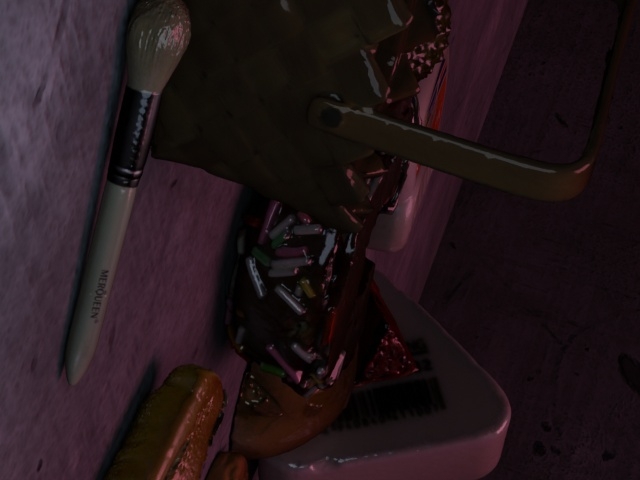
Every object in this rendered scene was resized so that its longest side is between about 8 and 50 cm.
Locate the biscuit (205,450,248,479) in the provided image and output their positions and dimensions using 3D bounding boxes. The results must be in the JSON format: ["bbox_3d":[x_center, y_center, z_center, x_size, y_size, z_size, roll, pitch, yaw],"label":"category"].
[{"bbox_3d":[-0.153,0.409,1.901,0.269,0.051,0.376,92,18,-55],"label":"biscuit"}]

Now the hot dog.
[{"bbox_3d":[-0.161,0.231,1.442,0.289,0.068,0.083,-63,145,-30],"label":"hot dog"}]

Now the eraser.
[{"bbox_3d":[0.046,0.227,2.243,0.150,0.331,0.331,90,20,-60],"label":"eraser"}]

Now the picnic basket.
[{"bbox_3d":[0.057,-0.156,1.228,0.291,0.321,0.254,102,7,-45],"label":"picnic basket"}]

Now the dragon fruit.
[{"bbox_3d":[0.037,0.094,2.181,0.192,0.092,0.122,65,6,29],"label":"dragon fruit"}]

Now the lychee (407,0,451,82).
[{"bbox_3d":[0.035,-0.203,1.531,0.171,0.171,0.171,18,90,-81],"label":"lychee"}]

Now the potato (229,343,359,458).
[{"bbox_3d":[-0.011,0.135,2.059,0.239,0.116,0.299,74,33,-67],"label":"potato"}]

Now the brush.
[{"bbox_3d":[-0.140,-0.031,1.169,0.039,0.042,0.299,-55,164,-66],"label":"brush"}]

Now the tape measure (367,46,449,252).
[{"bbox_3d":[0.071,-0.131,1.986,0.258,0.130,0.265,-66,164,-52],"label":"tape measure"}]

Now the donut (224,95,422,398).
[{"bbox_3d":[-0.006,0.005,1.744,0.259,0.136,0.345,-53,158,-60],"label":"donut"}]
